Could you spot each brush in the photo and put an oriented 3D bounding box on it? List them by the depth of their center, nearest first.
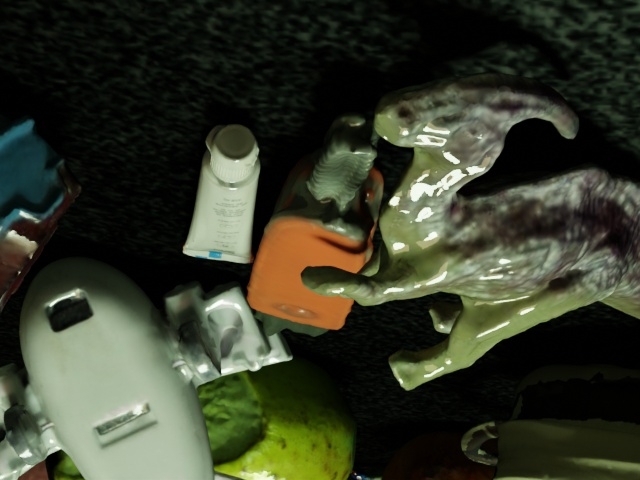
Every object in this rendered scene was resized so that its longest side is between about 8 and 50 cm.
[{"bbox_3d":[0.000,-0.001,0.647,0.070,0.051,0.323,16,160,-2],"label":"brush"}]

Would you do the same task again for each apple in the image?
[{"bbox_3d":[0.148,0.287,1.114,0.195,0.173,0.160,-12,153,31],"label":"apple"}]

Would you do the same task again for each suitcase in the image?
[{"bbox_3d":[0.275,0.211,0.879,0.339,0.193,0.351,3,156,28],"label":"suitcase"}]

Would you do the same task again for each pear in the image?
[{"bbox_3d":[-0.091,0.195,0.993,0.256,0.163,0.238,2,154,10],"label":"pear"}]

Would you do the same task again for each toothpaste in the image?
[{"bbox_3d":[-0.056,-0.020,0.640,0.048,0.031,0.190,7,161,-6],"label":"toothpaste"}]

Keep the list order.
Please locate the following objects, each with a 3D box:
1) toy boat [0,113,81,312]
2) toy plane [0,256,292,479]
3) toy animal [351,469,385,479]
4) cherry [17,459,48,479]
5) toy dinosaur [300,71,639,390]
[{"bbox_3d":[-0.211,-0.009,0.634,0.097,0.100,0.223,39,150,-9],"label":"toy boat"},{"bbox_3d":[-0.139,0.127,0.798,0.252,0.252,0.118,12,-171,-10],"label":"toy plane"},{"bbox_3d":[0.141,0.297,1.301,0.217,0.041,0.075,1,175,10],"label":"toy animal"},{"bbox_3d":[-0.300,0.274,1.175,0.308,0.221,0.261,-8,162,6],"label":"cherry"},{"bbox_3d":[0.091,0.010,0.564,0.162,0.077,0.294,-30,154,23],"label":"toy dinosaur"}]
